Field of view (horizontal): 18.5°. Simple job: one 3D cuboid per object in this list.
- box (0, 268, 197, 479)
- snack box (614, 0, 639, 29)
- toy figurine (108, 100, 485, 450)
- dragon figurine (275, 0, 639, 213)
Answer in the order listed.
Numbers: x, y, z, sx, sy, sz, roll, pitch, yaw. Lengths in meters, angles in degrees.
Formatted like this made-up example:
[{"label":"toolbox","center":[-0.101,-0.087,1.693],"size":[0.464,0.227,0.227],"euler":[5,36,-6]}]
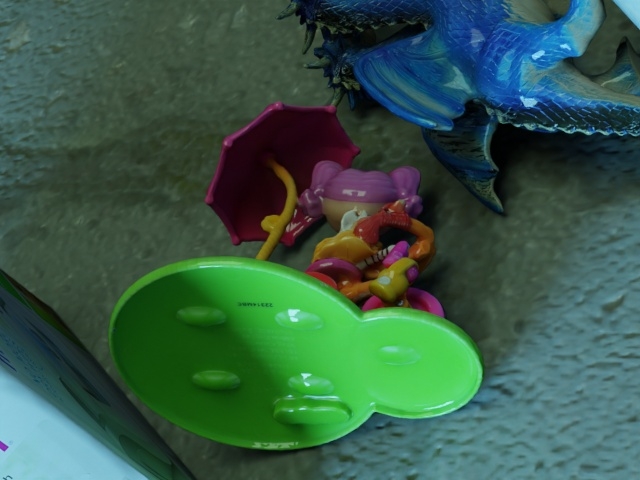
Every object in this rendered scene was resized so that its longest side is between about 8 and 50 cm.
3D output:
[{"label":"box","center":[-0.186,0.080,0.914],"size":[0.127,0.231,0.262],"euler":[-46,42,-2]},{"label":"snack box","center":[0.212,-0.167,0.842],"size":[0.207,0.070,0.174],"euler":[-28,44,-4]},{"label":"toy figurine","center":[0.000,0.000,0.940],"size":[0.173,0.130,0.159],"euler":[1,46,12]},{"label":"dragon figurine","center":[0.076,-0.075,0.944],"size":[0.144,0.085,0.289],"euler":[-38,42,7]}]
